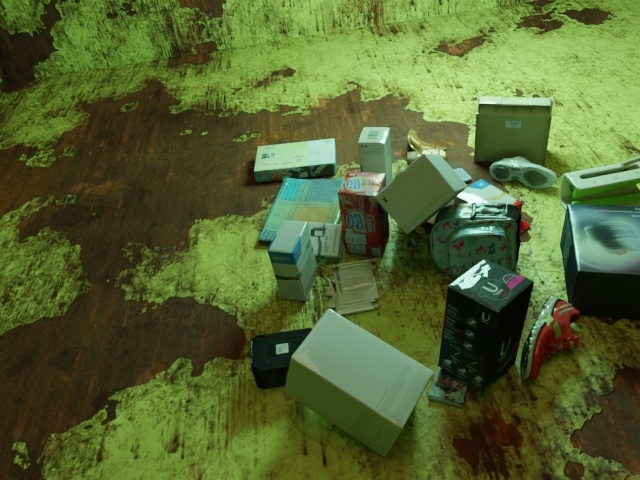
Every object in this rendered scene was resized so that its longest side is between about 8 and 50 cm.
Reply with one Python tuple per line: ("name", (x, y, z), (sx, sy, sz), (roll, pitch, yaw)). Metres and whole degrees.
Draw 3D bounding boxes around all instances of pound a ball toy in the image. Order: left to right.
("pound a ball toy", (0.961, -0.217, 1.944), (0.319, 0.208, 0.136), (-12, 40, -2))

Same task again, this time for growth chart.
("growth chart", (0.098, 0.140, 1.828), (0.171, 0.021, 0.237), (-5, 40, 5))

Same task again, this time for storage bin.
("storage bin", (-0.092, 0.317, 1.604), (0.180, 0.084, 0.122), (-8, 40, 0))
("storage bin", (0.705, -0.415, 2.191), (0.262, 0.260, 0.123), (6, 46, 17))

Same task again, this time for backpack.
("backpack", (0.453, 0.006, 1.765), (0.253, 0.225, 0.191), (6, 37, 23))

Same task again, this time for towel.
("towel", (-0.050, -0.109, 2.138), (0.271, 0.040, 0.370), (3, 41, 15))

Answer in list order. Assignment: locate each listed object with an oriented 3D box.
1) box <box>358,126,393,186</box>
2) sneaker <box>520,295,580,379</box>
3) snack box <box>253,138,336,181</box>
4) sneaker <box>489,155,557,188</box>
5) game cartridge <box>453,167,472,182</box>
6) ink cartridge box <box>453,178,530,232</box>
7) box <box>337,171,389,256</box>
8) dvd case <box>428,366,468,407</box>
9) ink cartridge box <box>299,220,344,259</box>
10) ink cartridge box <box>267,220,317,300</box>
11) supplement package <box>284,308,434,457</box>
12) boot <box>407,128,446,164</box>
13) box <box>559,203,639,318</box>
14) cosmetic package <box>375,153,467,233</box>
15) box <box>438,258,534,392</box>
("box", (0.196, -0.251, 2.074), (0.094, 0.275, 0.113), (4, 41, 16))
("sneaker", (0.602, 0.254, 1.538), (0.118, 0.107, 0.279), (25, 52, 22))
("snack box", (-0.099, -0.321, 2.382), (0.321, 0.060, 0.187), (-5, 39, 5))
("sneaker", (0.735, -0.258, 2.131), (0.232, 0.090, 0.115), (19, 44, 28))
("game cartridge", (0.517, -0.238, 2.203), (0.056, 0.017, 0.083), (-15, 40, -13))
("ink cartridge box", (0.571, -0.101, 1.980), (0.134, 0.078, 0.231), (-29, 44, -22))
("box", (0.142, -0.083, 1.900), (0.128, 0.257, 0.123), (6, 44, 18))
("dvd case", (0.332, 0.366, 1.520), (0.087, 0.013, 0.119), (10, 44, 22))
("ink cartridge box", (0.000, 0.000, 1.943), (0.150, 0.063, 0.109), (4, 78, 16))
("ink cartridge box", (-0.080, 0.063, 1.812), (0.085, 0.203, 0.148), (3, 41, 17))
("supplement package", (0.085, 0.336, 1.416), (0.293, 0.178, 0.175), (30, 51, 14))
("boot", (0.417, -0.362, 2.329), (0.152, 0.073, 0.197), (-1, 52, 11))
("box", (0.848, 0.055, 1.666), (0.296, 0.183, 0.294), (2, 42, 14))
("cosmetic package", (0.321, -0.153, 1.847), (0.155, 0.197, 0.365), (50, 20, 5))
("box", (0.405, 0.211, 1.476), (0.165, 0.270, 0.143), (-30, 43, -35))
